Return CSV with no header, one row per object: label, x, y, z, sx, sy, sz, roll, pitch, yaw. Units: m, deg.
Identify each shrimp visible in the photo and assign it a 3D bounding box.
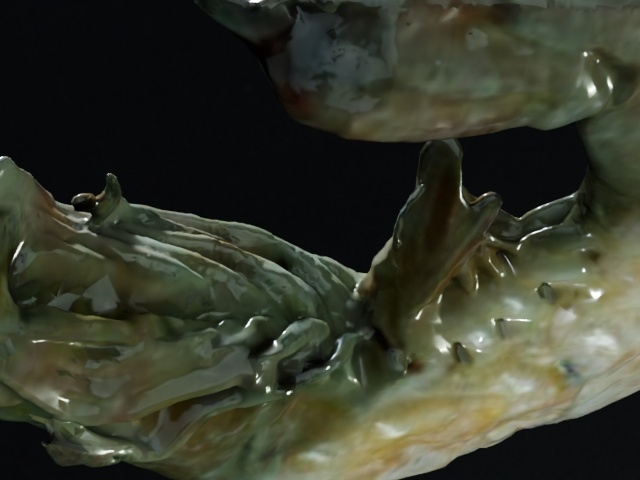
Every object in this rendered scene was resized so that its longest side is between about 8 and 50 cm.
shrimp,0.000,0.000,0.478,0.360,0.247,0.085,6,-128,-33
